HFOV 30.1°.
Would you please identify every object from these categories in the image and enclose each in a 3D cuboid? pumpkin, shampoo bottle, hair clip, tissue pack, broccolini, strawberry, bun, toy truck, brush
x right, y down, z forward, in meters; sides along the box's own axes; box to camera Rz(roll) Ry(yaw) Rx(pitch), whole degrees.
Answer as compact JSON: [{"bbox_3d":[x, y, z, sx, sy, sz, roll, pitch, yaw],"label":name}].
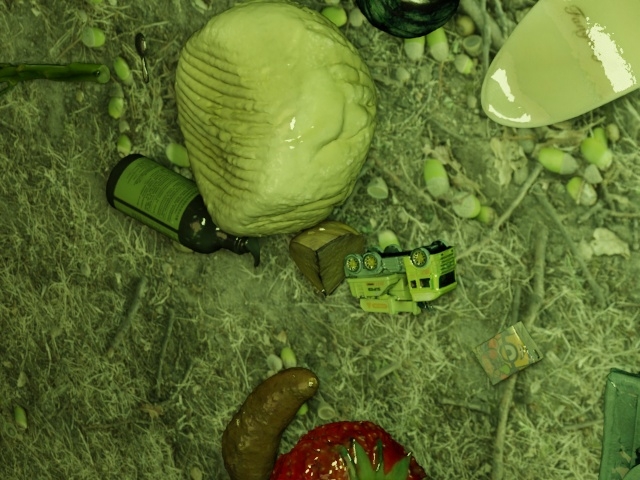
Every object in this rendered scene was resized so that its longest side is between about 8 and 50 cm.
[{"bbox_3d":[0.107,-0.362,1.567,0.194,0.150,0.194,6,100,41],"label":"pumpkin"},{"bbox_3d":[-0.213,-0.044,1.916,0.283,0.101,0.101,27,118,26],"label":"shampoo bottle"},{"bbox_3d":[0.330,-0.243,1.471,0.282,0.113,0.173,-34,84,36],"label":"hair clip"},{"bbox_3d":[0.265,0.161,1.688,0.083,0.035,0.063,-38,81,36],"label":"tissue pack"},{"bbox_3d":[-0.522,-0.271,2.092,0.392,0.074,0.079,5,66,32],"label":"broccolini"},{"bbox_3d":[0.018,0.405,1.819,0.239,0.250,0.288,58,152,-1],"label":"strawberry"},{"bbox_3d":[-0.053,-0.171,1.679,0.349,0.227,0.353,34,129,52],"label":"bun"},{"bbox_3d":[0.117,0.057,1.733,0.168,0.077,0.100,-5,98,34],"label":"toy truck"},{"bbox_3d":[-0.291,-0.299,1.949,0.024,0.008,0.083,0,104,31],"label":"brush"}]

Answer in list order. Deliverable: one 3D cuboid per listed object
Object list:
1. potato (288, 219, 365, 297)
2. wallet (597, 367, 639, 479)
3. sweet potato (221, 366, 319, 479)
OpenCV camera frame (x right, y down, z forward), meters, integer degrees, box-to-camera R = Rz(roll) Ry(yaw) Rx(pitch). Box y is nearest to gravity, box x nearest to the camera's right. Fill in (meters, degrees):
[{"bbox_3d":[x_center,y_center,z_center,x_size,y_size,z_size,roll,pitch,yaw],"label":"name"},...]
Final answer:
[{"bbox_3d":[0.000,0.000,1.759,0.089,0.100,0.172,40,168,22],"label":"potato"},{"bbox_3d":[0.523,0.312,1.535,0.342,0.075,0.237,13,114,31],"label":"wallet"},{"bbox_3d":[-0.105,0.329,1.960,0.114,0.092,0.341,27,120,7],"label":"sweet potato"}]
